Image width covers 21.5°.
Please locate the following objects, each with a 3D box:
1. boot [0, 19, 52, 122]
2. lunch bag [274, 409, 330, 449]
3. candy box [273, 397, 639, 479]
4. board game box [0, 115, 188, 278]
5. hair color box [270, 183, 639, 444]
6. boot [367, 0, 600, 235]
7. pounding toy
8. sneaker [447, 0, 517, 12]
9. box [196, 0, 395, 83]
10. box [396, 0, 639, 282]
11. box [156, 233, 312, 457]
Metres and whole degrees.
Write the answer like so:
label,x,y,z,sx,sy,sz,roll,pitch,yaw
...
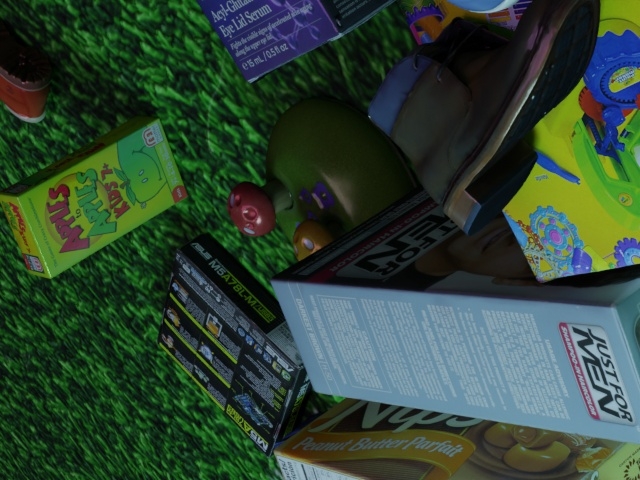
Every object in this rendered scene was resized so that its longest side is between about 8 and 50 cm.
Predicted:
label,x,y,z,sx,sy,sz,roll,pitch,yaw
boot,-0.360,-0.194,1.872,0.158,0.059,0.084,40,149,22
lunch bag,-0.003,0.220,1.745,0.067,0.065,0.098,58,147,-1
candy box,0.131,0.192,1.429,0.316,0.183,0.087,7,122,51
board game box,-0.227,-0.046,1.702,0.043,0.181,0.092,10,125,49
hair color box,0.154,0.043,1.267,0.374,0.185,0.113,3,119,52
boot,0.088,-0.097,0.999,0.106,0.082,0.219,43,147,15
pounding toy,0.000,0.000,1.507,0.183,0.110,0.237,7,123,51
sneaker,0.006,-0.277,0.913,0.127,0.182,0.315,-35,65,44
box,-0.040,-0.251,1.331,0.207,0.108,0.153,57,149,-8
box,0.217,-0.148,1.024,0.290,0.177,0.279,-13,107,56
box,-0.089,0.113,1.788,0.191,0.045,0.184,43,148,19
